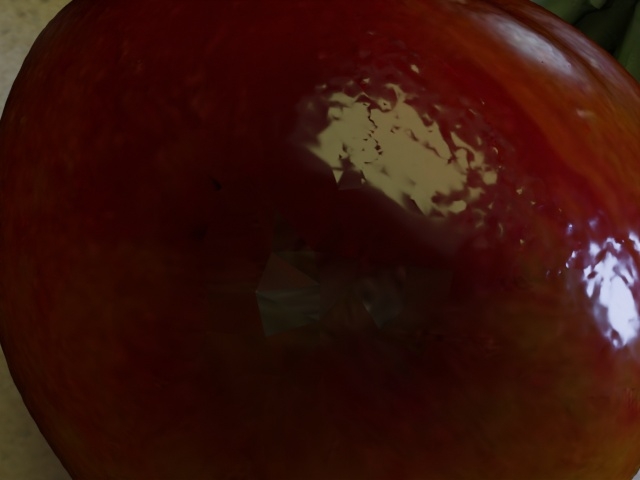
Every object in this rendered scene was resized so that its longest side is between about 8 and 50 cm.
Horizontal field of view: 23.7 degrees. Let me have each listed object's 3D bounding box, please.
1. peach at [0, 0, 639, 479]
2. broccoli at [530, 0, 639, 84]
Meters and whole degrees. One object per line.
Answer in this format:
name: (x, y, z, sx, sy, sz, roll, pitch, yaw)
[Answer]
peach: (0.000, 0.000, 0.546, 0.274, 0.245, 0.248, 36, 74, 12)
broccoli: (0.209, -0.133, 0.634, 0.353, 0.397, 0.275, -11, 85, -40)
